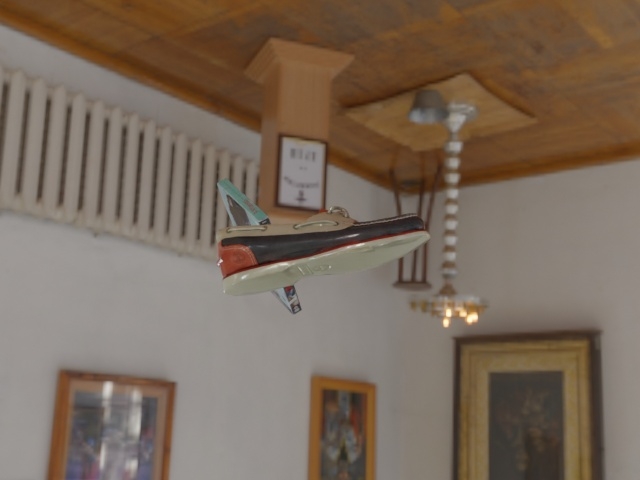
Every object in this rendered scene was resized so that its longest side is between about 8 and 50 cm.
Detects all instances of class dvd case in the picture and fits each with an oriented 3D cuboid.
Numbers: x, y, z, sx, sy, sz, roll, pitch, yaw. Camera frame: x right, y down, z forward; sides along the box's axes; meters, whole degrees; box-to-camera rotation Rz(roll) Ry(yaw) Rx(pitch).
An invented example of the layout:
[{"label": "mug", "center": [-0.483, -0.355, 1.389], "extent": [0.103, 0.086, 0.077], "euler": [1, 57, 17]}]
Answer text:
[{"label": "dvd case", "center": [-0.058, 0.006, 0.801], "extent": [0.013, 0.119, 0.087], "euler": [-32, -138, -15]}]

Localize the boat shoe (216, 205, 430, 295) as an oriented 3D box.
[{"label": "boat shoe", "center": [0.000, 0.000, 0.536], "extent": [0.137, 0.043, 0.049], "euler": [-13, 157, 4]}]
